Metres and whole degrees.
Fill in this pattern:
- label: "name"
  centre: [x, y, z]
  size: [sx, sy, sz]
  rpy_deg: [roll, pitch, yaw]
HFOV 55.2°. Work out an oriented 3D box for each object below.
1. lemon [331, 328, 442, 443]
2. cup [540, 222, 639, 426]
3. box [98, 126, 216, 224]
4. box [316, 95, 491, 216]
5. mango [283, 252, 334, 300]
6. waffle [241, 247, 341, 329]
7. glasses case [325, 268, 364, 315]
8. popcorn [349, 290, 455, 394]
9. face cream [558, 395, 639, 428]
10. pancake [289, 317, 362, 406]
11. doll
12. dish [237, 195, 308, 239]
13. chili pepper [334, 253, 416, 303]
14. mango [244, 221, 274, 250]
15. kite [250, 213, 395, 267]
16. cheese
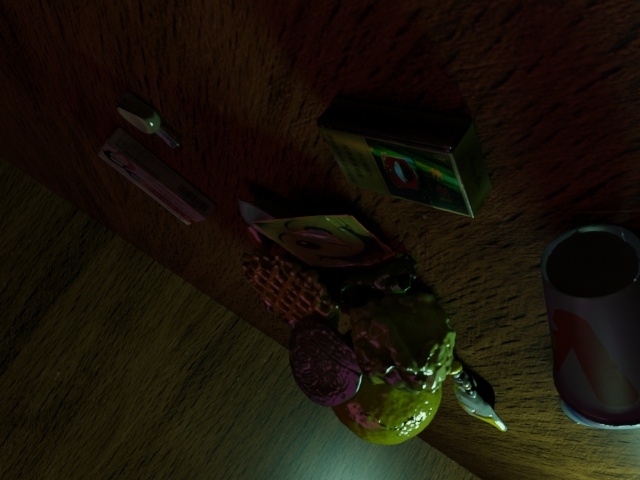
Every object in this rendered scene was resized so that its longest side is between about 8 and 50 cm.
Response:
- label: "lemon"
  centre: [0.177, 0.403, 1.763]
  size: [0.349, 0.350, 0.387]
  rpy_deg: [31, 171, 8]
- label: "cup"
  centre: [0.422, 0.119, 0.913]
  size: [0.203, 0.203, 0.288]
  rpy_deg: [16, 148, 42]
- label: "box"
  centre: [-0.494, -0.184, 1.843]
  size: [0.353, 0.069, 0.214]
  rpy_deg: [42, 160, -19]
- label: "box"
  centre: [0.125, -0.130, 0.929]
  size: [0.240, 0.071, 0.159]
  rpy_deg: [19, 154, 37]
- label: "mango"
  centre: [-0.049, 0.146, 1.809]
  size: [0.175, 0.143, 0.293]
  rpy_deg: [30, 154, 43]
- label: "waffle"
  centre: [-0.082, 0.148, 1.670]
  size: [0.311, 0.060, 0.307]
  rpy_deg: [18, 141, 33]
- label: "glasses case"
  centre: [0.076, 0.157, 1.765]
  size: [0.075, 0.049, 0.218]
  rpy_deg: [24, 160, 24]
- label: "popcorn"
  centre: [0.192, 0.239, 1.486]
  size: [0.293, 0.237, 0.293]
  rpy_deg: [28, 161, 10]
- label: "face cream"
  centre: [0.604, 0.351, 1.323]
  size: [0.149, 0.083, 0.264]
  rpy_deg: [34, 162, 8]
- label: "pancake"
  centre: [0.003, 0.326, 1.629]
  size: [0.250, 0.031, 0.250]
  rpy_deg: [12, 109, 38]
- label: "doll"
  centre: [0.447, 0.444, 1.798]
  size: [0.145, 0.103, 0.316]
  rpy_deg: [15, 149, 53]
- label: "dish"
  centre: [-0.099, -0.049, 1.514]
  size: [0.234, 0.064, 0.154]
  rpy_deg: [29, 161, 9]
- label: "chili pepper"
  centre: [0.131, 0.101, 1.475]
  size: [0.076, 0.085, 0.359]
  rpy_deg: [10, 166, -18]
- label: "mango"
  centre: [-0.175, -0.017, 1.735]
  size: [0.079, 0.057, 0.114]
  rpy_deg: [24, 157, 48]
- label: "kite"
  centre: [-0.001, 0.002, 1.388]
  size: [0.327, 0.013, 0.377]
  rpy_deg: [15, 160, -11]
- label: "cheese"
  centre: [-0.410, -0.285, 1.467]
  size: [0.171, 0.048, 0.092]
  rpy_deg: [36, 164, -6]
